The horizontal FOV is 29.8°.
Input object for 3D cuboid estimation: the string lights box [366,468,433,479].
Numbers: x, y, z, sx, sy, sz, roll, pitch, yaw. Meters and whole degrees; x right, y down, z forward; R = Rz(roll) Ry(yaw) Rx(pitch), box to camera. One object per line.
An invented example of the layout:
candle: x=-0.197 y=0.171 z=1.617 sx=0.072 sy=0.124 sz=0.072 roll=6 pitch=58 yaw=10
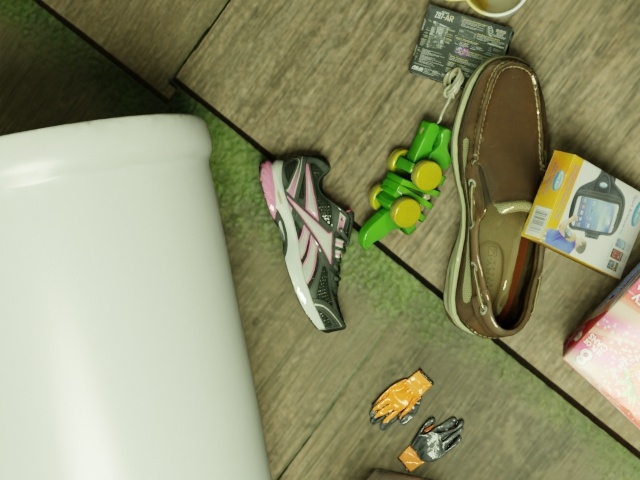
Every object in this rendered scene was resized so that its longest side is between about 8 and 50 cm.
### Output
string lights box: x=0.054 y=0.355 z=1.101 sx=0.077 sy=0.133 sz=0.259 roll=10 pitch=93 yaw=13

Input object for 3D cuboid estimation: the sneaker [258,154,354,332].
sneaker: x=0.000 y=0.000 z=1.142 sx=0.077 sy=0.072 sz=0.178 roll=-17 pitch=93 yaw=1

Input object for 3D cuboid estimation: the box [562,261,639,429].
box: x=0.366 y=0.143 z=1.026 sx=0.300 sy=0.142 sz=0.154 roll=44 pitch=100 yaw=8

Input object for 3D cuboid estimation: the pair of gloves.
pair of gloves: x=0.092 y=0.174 z=1.153 sx=0.074 sy=0.010 sz=0.083 roll=-39 pitch=84 yaw=10

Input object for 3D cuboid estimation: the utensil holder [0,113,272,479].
utensil holder: x=-0.218 y=0.110 z=1.064 sx=0.328 sy=0.327 sz=0.385 roll=-13 pitch=91 yaw=12

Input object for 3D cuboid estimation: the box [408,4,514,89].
box: x=0.132 y=-0.178 z=1.134 sx=0.083 sy=0.018 sz=0.067 roll=18 pitch=95 yaw=11

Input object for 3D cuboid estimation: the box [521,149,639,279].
box: x=0.241 y=-0.019 z=1.061 sx=0.028 sy=0.136 sz=0.081 roll=21 pitch=90 yaw=53

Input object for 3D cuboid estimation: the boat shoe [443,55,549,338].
boat shoe: x=0.172 y=-0.037 z=1.078 sx=0.095 sy=0.095 sz=0.257 roll=0 pitch=97 yaw=-16

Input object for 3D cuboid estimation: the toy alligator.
toy alligator: x=0.100 y=-0.069 z=1.130 sx=0.051 sy=0.056 sz=0.189 roll=27 pitch=94 yaw=-33

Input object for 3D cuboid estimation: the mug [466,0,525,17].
mug: x=0.157 y=-0.235 z=1.104 sx=0.078 sy=0.064 sz=0.062 roll=29 pitch=97 yaw=11
